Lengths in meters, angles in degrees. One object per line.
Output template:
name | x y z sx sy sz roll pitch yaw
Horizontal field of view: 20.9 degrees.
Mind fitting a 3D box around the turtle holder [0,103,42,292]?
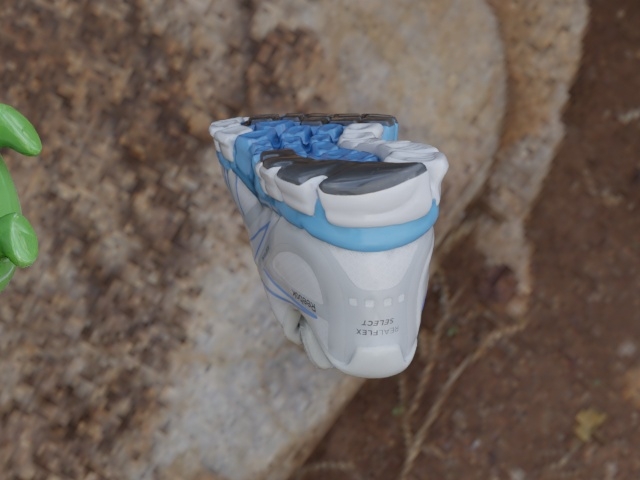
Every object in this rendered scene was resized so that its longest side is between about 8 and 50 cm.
turtle holder | -0.384 -0.041 1.388 0.243 0.227 0.320 2 52 -54

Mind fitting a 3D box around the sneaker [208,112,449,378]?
sneaker | 0.000 0.000 0.608 0.071 0.083 0.191 -4 12 -4
